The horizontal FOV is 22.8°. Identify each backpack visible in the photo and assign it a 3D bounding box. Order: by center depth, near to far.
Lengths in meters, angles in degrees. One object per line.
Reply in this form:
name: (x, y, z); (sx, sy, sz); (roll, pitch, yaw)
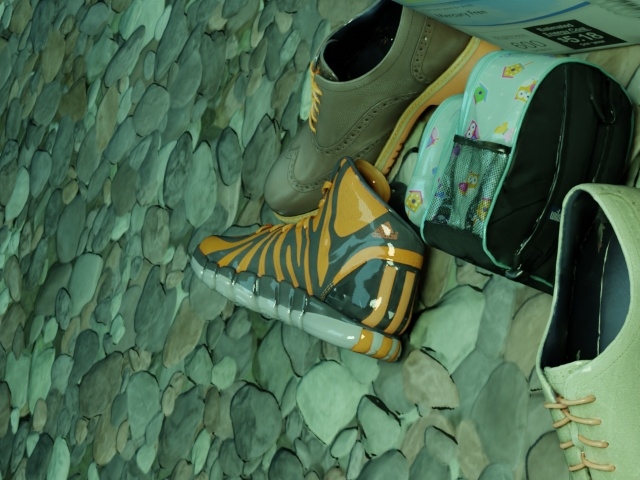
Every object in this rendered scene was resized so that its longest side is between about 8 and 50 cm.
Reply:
backpack: (0.171, -0.064, 1.320); (0.144, 0.166, 0.188); (25, 94, 49)

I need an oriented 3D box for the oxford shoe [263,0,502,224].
oxford shoe: (0.029, -0.149, 1.610); (0.364, 0.132, 0.130); (-47, 41, 36)

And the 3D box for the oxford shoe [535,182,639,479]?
oxford shoe: (0.212, 0.149, 1.169); (0.140, 0.146, 0.397); (-20, 60, 49)

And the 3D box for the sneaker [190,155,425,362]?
sneaker: (0.000, 0.000, 1.614); (0.321, 0.124, 0.180); (19, 90, 48)

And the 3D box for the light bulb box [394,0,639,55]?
light bulb box: (0.166, -0.319, 1.264); (0.358, 0.361, 0.225); (0, 75, 58)
